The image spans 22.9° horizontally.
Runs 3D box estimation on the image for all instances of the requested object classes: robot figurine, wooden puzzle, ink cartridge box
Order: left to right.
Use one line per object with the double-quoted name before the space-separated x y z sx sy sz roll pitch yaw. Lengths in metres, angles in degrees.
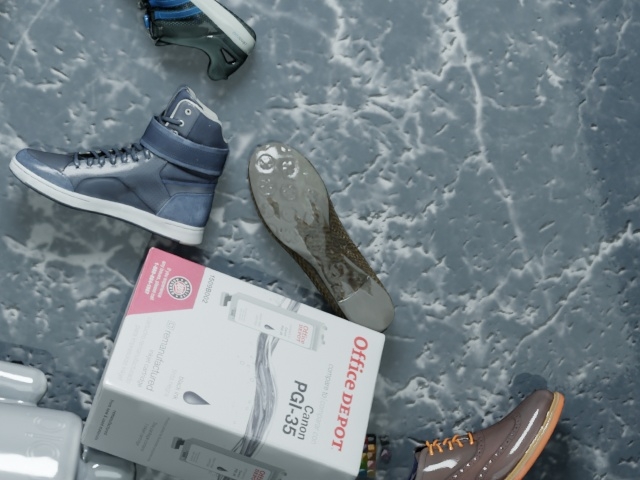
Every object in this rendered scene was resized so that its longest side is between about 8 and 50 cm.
"robot figurine" -0.379 0.268 1.696 0.354 0.200 0.299 8 68 -6
"ink cartridge box" -0.088 0.156 1.698 0.283 0.207 0.117 20 136 -7
"wooden puzzle" 0.040 0.250 1.827 0.083 0.006 0.049 1 97 -5

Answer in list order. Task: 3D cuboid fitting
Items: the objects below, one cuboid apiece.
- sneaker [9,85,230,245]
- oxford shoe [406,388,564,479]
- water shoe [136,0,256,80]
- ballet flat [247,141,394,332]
"sneaker" -0.209 -0.104 1.715 0.226 0.086 0.163 17 106 -16
"oxford shoe" 0.164 0.256 1.797 0.098 0.097 0.271 45 91 -2
"water shoe" -0.166 -0.252 1.716 0.203 0.073 0.080 36 95 -8
"ballet flat" 0.000 0.000 1.775 0.084 0.058 0.250 -36 94 -3
